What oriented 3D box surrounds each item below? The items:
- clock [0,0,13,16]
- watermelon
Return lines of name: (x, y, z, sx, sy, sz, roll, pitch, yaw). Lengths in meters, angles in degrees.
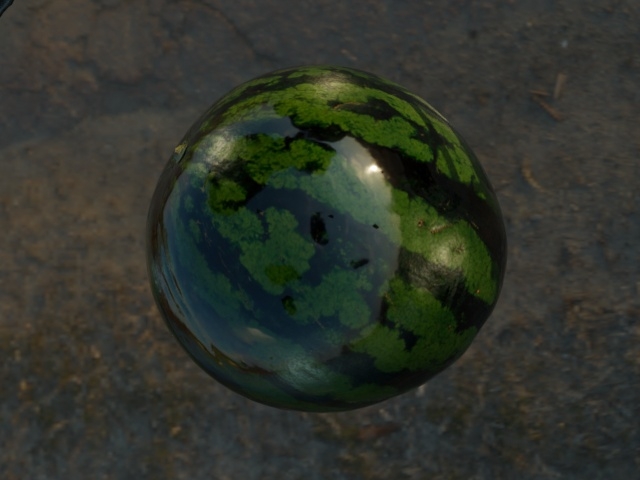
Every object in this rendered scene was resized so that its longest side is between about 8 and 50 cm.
clock: (-0.287, -0.216, 0.777, 0.066, 0.319, 0.318, 40, 116, 14)
watermelon: (0.000, 0.000, 1.002, 0.285, 0.285, 0.285, -1, 89, 42)
